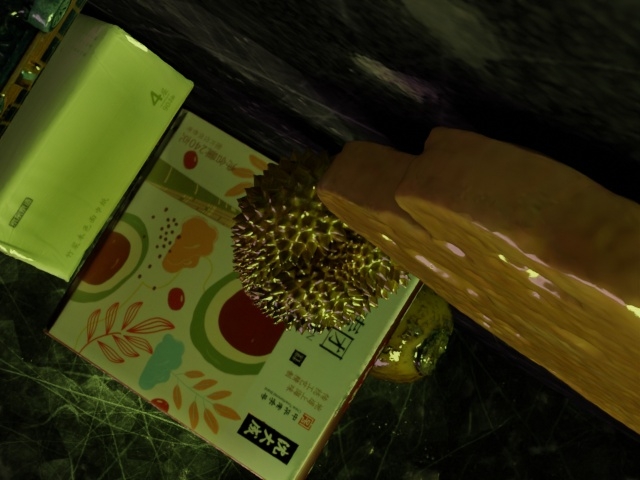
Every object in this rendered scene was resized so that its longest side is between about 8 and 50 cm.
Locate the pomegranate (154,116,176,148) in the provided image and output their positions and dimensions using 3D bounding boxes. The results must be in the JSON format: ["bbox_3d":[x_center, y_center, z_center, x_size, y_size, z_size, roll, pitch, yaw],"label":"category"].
[{"bbox_3d":[-0.300,-0.140,1.150,0.246,0.198,0.198,30,179,-42],"label":"pomegranate"}]

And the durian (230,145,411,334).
[{"bbox_3d":[0.000,0.000,0.739,0.158,0.168,0.137,49,-167,-7],"label":"durian"}]

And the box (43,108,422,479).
[{"bbox_3d":[-0.103,0.073,1.145,0.385,0.345,0.122,31,177,11],"label":"box"}]

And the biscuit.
[{"bbox_3d":[0.156,0.042,0.471,0.351,0.057,0.312,34,173,2],"label":"biscuit"}]

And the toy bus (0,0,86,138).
[{"bbox_3d":[-0.236,-0.129,0.592,0.091,0.182,0.103,32,180,-11],"label":"toy bus"}]

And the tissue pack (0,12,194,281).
[{"bbox_3d":[-0.258,-0.100,0.854,0.159,0.234,0.125,29,175,45],"label":"tissue pack"}]

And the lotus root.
[{"bbox_3d":[0.055,0.093,1.425,0.397,0.196,0.179,30,166,43],"label":"lotus root"}]
